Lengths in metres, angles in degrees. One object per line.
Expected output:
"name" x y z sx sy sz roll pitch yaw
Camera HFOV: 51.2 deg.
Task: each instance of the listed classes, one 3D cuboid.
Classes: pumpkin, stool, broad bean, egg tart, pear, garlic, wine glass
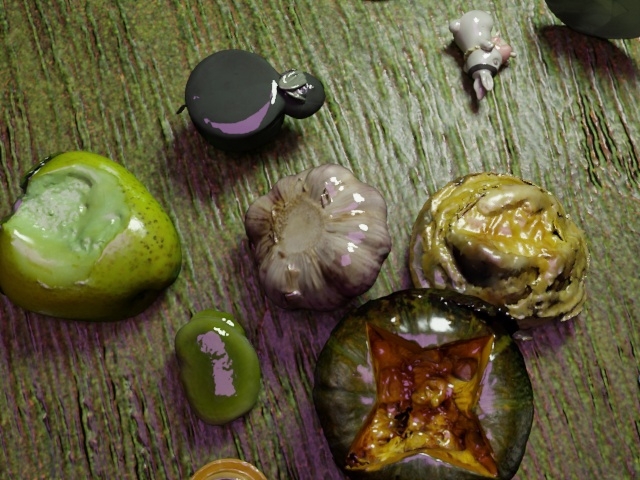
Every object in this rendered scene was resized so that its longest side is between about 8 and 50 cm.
"pumpkin" 0.141 0.220 0.943 0.321 0.192 0.320 -1 82 4
"stool" -0.113 -0.213 1.102 0.228 0.139 0.153 14 78 6
"broad bean" -0.160 0.193 1.037 0.125 0.082 0.174 -26 86 -3
"egg tart" 0.285 0.014 1.033 0.297 0.132 0.296 1 74 -2
"pear" -0.351 0.010 1.052 0.293 0.159 0.292 0 76 0
"garlic" 0.000 0.000 1.038 0.245 0.160 0.244 -7 73 24
"wine glass" 0.540 -0.559 1.100 0.267 0.267 0.405 25 82 9

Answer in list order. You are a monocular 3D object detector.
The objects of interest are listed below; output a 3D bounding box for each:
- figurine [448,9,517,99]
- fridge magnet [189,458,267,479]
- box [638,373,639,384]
"figurine" 0.288 -0.319 1.135 0.098 0.081 0.146 -20 75 -2
"fridge magnet" -0.137 0.396 0.986 0.143 0.063 0.142 0 77 0
"box" 0.540 0.204 1.000 0.099 0.054 0.074 -40 79 -7
